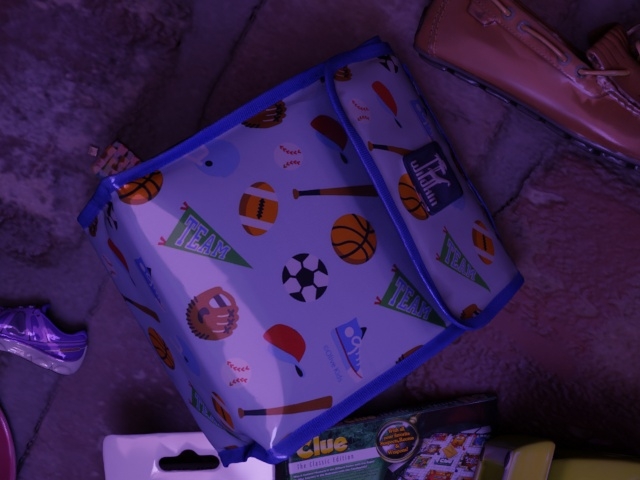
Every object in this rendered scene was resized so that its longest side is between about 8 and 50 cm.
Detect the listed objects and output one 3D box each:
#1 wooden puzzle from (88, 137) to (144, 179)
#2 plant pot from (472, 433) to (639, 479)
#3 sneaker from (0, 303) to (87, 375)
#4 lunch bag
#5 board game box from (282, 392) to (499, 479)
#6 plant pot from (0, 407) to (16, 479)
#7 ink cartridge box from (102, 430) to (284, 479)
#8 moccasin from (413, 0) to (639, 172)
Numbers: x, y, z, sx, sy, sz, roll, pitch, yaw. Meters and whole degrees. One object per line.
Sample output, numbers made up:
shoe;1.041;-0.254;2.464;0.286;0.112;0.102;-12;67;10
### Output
wooden puzzle;-0.234;-0.084;1.287;0.083;0.006;0.049;42;98;-4
plant pot;0.264;0.325;1.192;0.207;0.227;0.228;17;82;-2
sneaker;-0.354;0.099;1.303;0.170;0.068;0.071;23;84;-9
lunch bag;0.000;0.000;1.160;0.385;0.239;0.328;-30;92;-23
board game box;0.085;0.261;1.269;0.259;0.030;0.136;-6;101;-18
plant pot;-0.482;0.263;1.271;0.180;0.201;0.201;-15;98;21
ink cartridge box;-0.135;0.375;1.297;0.207;0.119;0.353;-2;99;4
moccasin;0.292;-0.182;1.191;0.380;0.139;0.147;31;108;7
